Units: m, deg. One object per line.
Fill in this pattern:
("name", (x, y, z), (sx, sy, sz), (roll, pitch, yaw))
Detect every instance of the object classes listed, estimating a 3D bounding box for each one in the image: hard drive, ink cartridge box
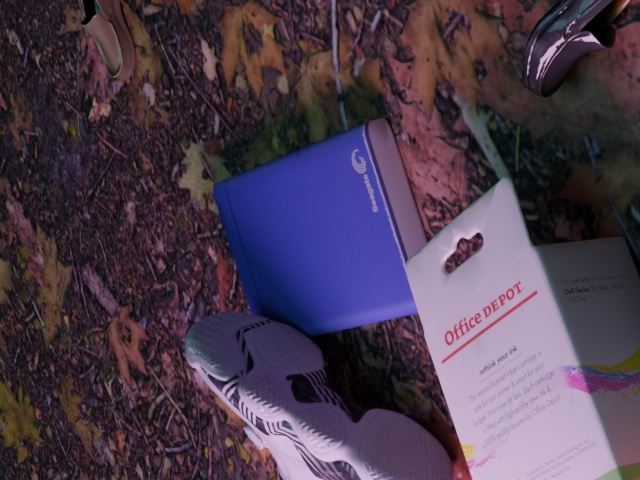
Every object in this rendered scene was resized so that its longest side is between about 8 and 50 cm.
("hard drive", (0.000, 0.000, 1.764), (0.318, 0.040, 0.210), (-18, 90, 54))
("ink cartridge box", (0.220, 0.134, 1.436), (0.207, 0.119, 0.353), (-44, 58, 51))

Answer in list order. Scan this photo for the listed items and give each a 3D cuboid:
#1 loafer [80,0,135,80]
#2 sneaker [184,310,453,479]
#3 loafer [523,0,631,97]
("loafer", (-0.283, -0.278, 2.008), (0.056, 0.050, 0.148), (-12, 95, 54))
("sneaker", (-0.025, 0.248, 1.788), (0.366, 0.137, 0.210), (33, 131, 23))
("loafer", (0.232, -0.188, 1.366), (0.061, 0.062, 0.170), (46, 138, 24))
